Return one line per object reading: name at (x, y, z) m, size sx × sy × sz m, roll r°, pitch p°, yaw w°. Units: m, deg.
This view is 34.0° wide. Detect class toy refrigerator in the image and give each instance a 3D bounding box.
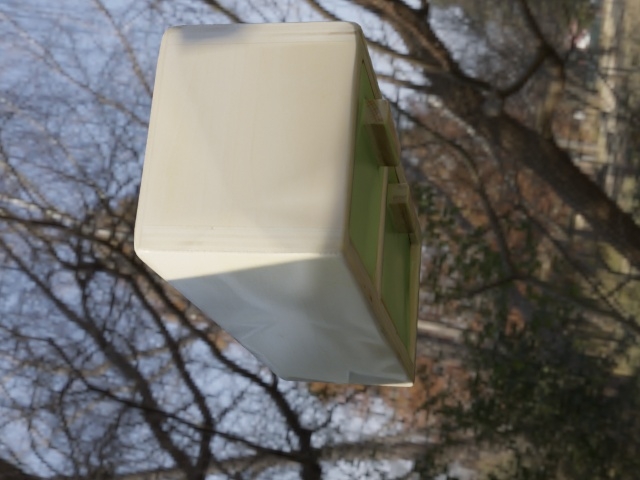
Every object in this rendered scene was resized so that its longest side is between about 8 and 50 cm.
toy refrigerator at (0.000, 0.000, 0.536) m, size 0.269 × 0.094 × 0.102 m, roll 59°, pitch -146°, yaw -68°
